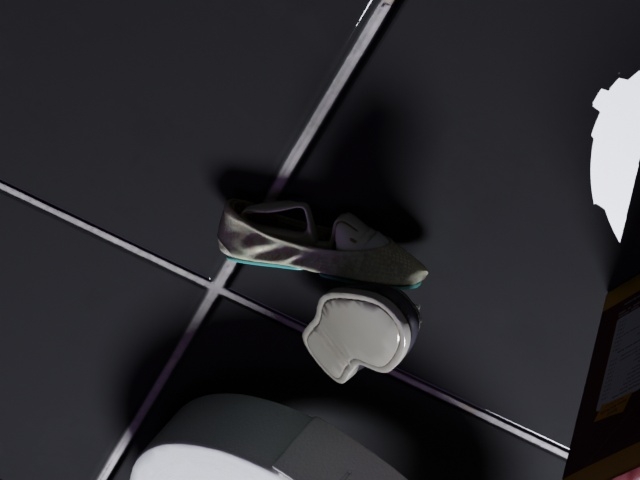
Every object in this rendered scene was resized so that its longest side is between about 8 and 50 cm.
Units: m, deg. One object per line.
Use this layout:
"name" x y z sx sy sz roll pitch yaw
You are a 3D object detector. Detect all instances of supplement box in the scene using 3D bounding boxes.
"supplement box" 0.288 0.106 1.175 0.129 0.194 0.191 33 141 -16

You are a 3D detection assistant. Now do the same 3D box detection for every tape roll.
"tape roll" -0.006 0.302 1.564 0.392 0.072 0.392 28 144 22

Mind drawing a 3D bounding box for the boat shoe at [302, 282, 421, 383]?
"boat shoe" 0.041 0.059 1.297 0.075 0.065 0.206 53 161 2

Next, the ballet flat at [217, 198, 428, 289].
"ballet flat" 0.000 0.000 1.300 0.168 0.057 0.052 8 112 12
